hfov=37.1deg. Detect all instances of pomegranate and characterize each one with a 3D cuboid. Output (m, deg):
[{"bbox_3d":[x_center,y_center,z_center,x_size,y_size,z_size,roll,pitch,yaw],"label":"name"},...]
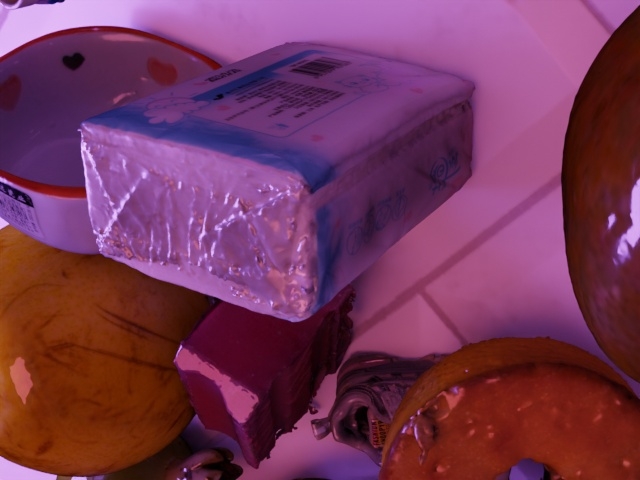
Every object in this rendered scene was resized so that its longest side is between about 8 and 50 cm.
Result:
[{"bbox_3d":[-0.198,0.273,1.076,0.179,0.179,0.210,45,98,7],"label":"pomegranate"}]

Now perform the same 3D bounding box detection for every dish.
[{"bbox_3d":[-0.200,-0.081,0.868,0.256,0.256,0.117,24,139,22],"label":"dish"}]

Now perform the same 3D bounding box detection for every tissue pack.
[{"bbox_3d":[-0.021,-0.060,0.724,0.201,0.271,0.124,19,122,25],"label":"tissue pack"}]

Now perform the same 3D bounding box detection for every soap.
[{"bbox_3d":[-0.047,0.117,0.896,0.099,0.162,0.250,30,157,13],"label":"soap"}]

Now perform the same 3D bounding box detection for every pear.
[{"bbox_3d":[-0.242,0.101,0.951,0.281,0.281,0.280,15,120,27],"label":"pear"}]

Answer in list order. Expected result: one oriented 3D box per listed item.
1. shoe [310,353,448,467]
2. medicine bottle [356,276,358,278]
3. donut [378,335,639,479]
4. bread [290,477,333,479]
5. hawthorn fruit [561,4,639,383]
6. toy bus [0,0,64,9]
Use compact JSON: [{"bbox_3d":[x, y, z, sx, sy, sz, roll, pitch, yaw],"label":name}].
[{"bbox_3d":[0.078,0.161,0.882,0.180,0.092,0.089,5,115,31],"label":"shoe"},{"bbox_3d":[0.000,0.000,0.881,0.089,0.052,0.052,27,125,20],"label":"medicine bottle"},{"bbox_3d":[0.161,0.195,0.784,0.253,0.118,0.253,0,112,0],"label":"donut"},{"bbox_3d":[-0.040,0.422,0.933,0.245,0.329,0.424,49,133,-5],"label":"bread"},{"bbox_3d":[0.270,-0.046,0.553,0.268,0.301,0.267,-2,130,-2],"label":"hawthorn fruit"},{"bbox_3d":[-0.269,-0.319,0.845,0.202,0.142,0.142,49,129,5],"label":"toy bus"}]
